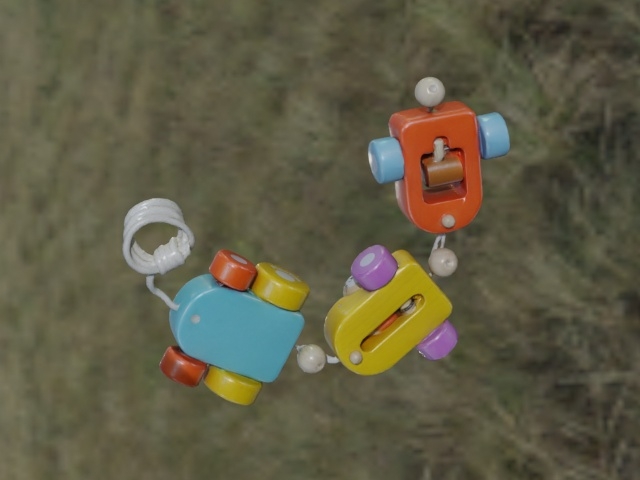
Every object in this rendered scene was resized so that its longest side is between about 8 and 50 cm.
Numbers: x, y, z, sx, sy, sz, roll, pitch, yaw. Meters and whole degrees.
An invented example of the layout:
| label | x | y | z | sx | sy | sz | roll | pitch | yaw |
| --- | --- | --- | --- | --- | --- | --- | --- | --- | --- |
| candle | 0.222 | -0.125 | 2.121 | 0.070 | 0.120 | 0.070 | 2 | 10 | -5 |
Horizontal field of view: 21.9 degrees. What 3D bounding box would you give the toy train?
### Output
| label | x | y | z | sx | sy | sz | roll | pitch | yaw |
| --- | --- | --- | --- | --- | --- | --- | --- | --- | --- |
| toy train | 0.000 | 0.000 | 0.697 | 0.046 | 0.166 | 0.125 | -128 | 24 | -64 |
